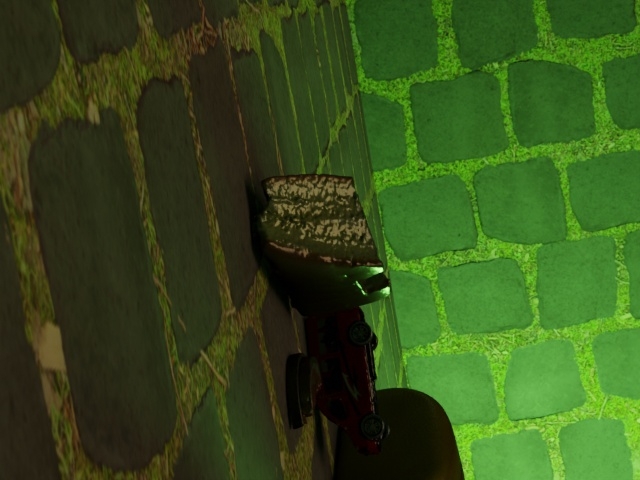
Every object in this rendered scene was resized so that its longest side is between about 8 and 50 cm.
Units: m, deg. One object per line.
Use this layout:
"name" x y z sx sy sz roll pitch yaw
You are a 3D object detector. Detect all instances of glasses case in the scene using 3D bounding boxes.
"glasses case" 0.118 0.344 1.806 0.371 0.173 0.141 -81 157 -70

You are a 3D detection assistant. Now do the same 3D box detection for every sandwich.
"sandwich" -0.019 0.171 1.490 0.135 0.029 0.067 -83 162 -65
"sandwich" 0.000 0.000 1.473 0.235 0.128 0.122 62 13 -72

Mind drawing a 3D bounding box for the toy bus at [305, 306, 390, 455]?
"toy bus" 0.036 0.188 1.676 0.081 0.089 0.195 54 27 -75
